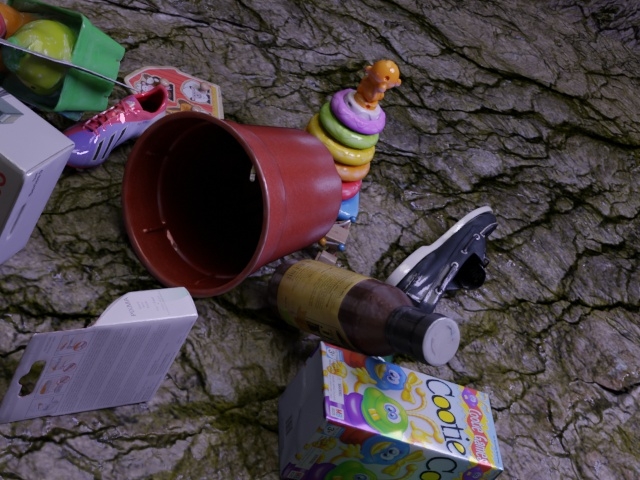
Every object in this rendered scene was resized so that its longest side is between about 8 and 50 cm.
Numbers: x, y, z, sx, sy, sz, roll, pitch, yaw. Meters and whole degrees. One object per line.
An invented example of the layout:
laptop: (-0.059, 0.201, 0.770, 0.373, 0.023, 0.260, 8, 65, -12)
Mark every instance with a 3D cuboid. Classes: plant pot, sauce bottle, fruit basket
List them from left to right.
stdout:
fruit basket: (-0.496, -0.293, 1.635, 0.327, 0.165, 0.353, 24, 13, 41)
plant pot: (-0.116, -0.067, 1.677, 0.272, 0.272, 0.265, 47, 29, 18)
sauce bottle: (0.057, 0.105, 1.568, 0.111, 0.111, 0.344, 3, 8, -36)

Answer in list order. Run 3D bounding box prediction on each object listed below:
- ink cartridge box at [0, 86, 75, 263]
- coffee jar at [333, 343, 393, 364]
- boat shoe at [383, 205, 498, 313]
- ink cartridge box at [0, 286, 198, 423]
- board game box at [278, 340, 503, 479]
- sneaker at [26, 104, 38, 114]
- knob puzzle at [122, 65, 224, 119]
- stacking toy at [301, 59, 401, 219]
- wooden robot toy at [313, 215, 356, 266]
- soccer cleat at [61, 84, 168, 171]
ink cartridge box: (-0.503, -0.118, 1.448, 0.289, 0.211, 0.121, 37, 33, 3)
coffee jar: (0.078, 0.147, 1.713, 0.096, 0.079, 0.184, 31, 34, -4)
boat shoe: (0.239, 0.046, 1.923, 0.113, 0.127, 0.340, 45, 38, 13)
ink cartridge box: (-0.283, 0.142, 1.339, 0.225, 0.181, 0.056, -2, 48, -38)
board game box: (0.094, 0.271, 1.522, 0.275, 0.142, 0.144, 19, 38, -20)
sneaker: (-0.471, -0.174, 1.696, 0.044, 0.040, 0.109, 46, 37, -11)
knob puzzle: (-0.263, -0.265, 1.972, 0.213, 0.030, 0.213, 21, 37, -17)
stacking toy: (0.049, -0.201, 1.909, 0.175, 0.302, 0.166, 22, 37, -15)
wooden robot toy: (0.000, 0.000, 1.828, 0.079, 0.076, 0.173, 29, 34, -2)
soccer cleat: (-0.338, -0.189, 1.763, 0.083, 0.095, 0.248, 41, 35, 10)
